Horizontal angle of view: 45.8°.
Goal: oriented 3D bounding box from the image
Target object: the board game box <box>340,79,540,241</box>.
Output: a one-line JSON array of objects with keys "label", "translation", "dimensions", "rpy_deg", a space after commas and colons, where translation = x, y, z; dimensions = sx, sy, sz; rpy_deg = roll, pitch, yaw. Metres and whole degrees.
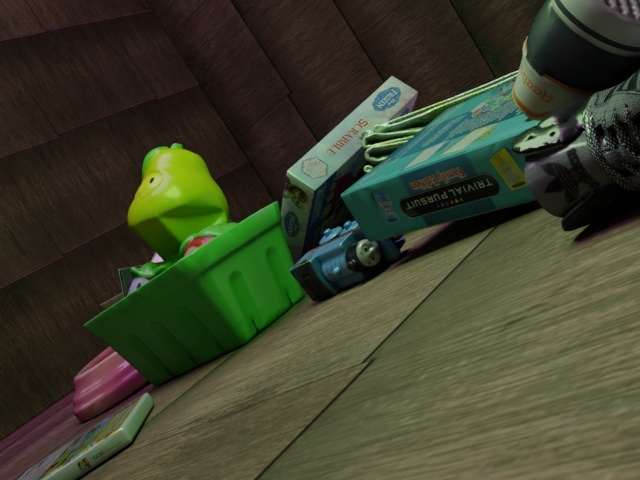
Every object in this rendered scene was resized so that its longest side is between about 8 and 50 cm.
[{"label": "board game box", "translation": [0.218, -0.120, 0.909], "dimensions": [0.254, 0.079, 0.336], "rpy_deg": [-40, 15, -33]}]

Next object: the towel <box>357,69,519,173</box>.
[{"label": "towel", "translation": [0.257, -0.185, 1.289], "dimensions": [0.320, 0.090, 0.374], "rpy_deg": [-18, -2, 20]}]

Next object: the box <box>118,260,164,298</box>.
[{"label": "box", "translation": [-0.306, 0.092, 1.710], "dimensions": [0.261, 0.103, 0.184], "rpy_deg": [-10, -1, -9]}]

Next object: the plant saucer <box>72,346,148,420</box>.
[{"label": "plant saucer", "translation": [-0.396, 0.245, 1.609], "dimensions": [0.332, 0.084, 0.332], "rpy_deg": [-36, 7, 5]}]

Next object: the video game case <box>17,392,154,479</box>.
[{"label": "video game case", "translation": [-0.327, 0.289, 1.010], "dimensions": [0.206, 0.026, 0.227], "rpy_deg": [-33, 2, -5]}]

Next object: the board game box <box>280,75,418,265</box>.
[{"label": "board game box", "translation": [0.041, -0.102, 1.431], "dimensions": [0.318, 0.066, 0.319], "rpy_deg": [-46, -17, -31]}]

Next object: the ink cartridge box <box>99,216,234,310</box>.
[{"label": "ink cartridge box", "translation": [-0.352, 0.104, 2.009], "dimensions": [0.385, 0.091, 0.308], "rpy_deg": [-33, -36, 1]}]

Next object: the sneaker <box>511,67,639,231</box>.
[{"label": "sneaker", "translation": [0.210, -0.064, 0.508], "dimensions": [0.153, 0.101, 0.268], "rpy_deg": [-32, -3, 23]}]

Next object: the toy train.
[{"label": "toy train", "translation": [0.041, 0.022, 1.071], "dimensions": [0.105, 0.080, 0.184], "rpy_deg": [-46, 13, -36]}]

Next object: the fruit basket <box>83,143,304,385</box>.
[{"label": "fruit basket", "translation": [-0.244, 0.018, 1.307], "dimensions": [0.392, 0.392, 0.283], "rpy_deg": [-30, 4, 42]}]

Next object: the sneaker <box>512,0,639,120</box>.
[{"label": "sneaker", "translation": [0.300, -0.172, 0.693], "dimensions": [0.321, 0.126, 0.127], "rpy_deg": [-7, -36, -32]}]
